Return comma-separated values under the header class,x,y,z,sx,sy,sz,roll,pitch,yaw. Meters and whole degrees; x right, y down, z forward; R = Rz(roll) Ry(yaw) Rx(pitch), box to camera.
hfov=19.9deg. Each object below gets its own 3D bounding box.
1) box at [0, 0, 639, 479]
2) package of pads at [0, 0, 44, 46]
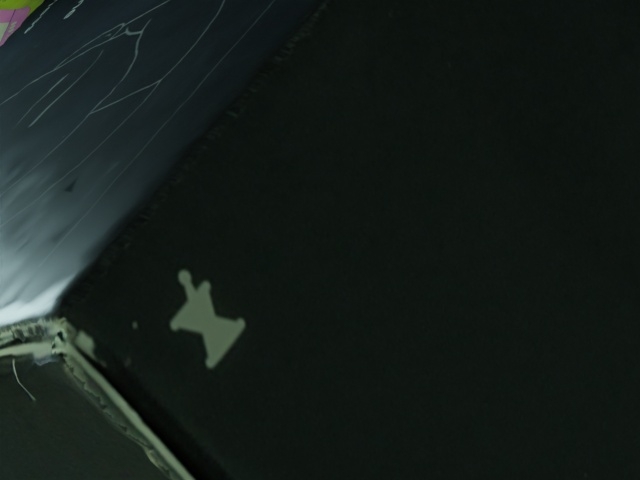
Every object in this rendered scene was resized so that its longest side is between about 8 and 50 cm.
class,x,y,z,sx,sy,sz,roll,pitch,yaw
box,0.000,0.000,0.860,0.297,0.480,0.472,48,148,-17
package of pads,-0.220,-0.242,1.091,0.296,0.101,0.229,136,126,-62
